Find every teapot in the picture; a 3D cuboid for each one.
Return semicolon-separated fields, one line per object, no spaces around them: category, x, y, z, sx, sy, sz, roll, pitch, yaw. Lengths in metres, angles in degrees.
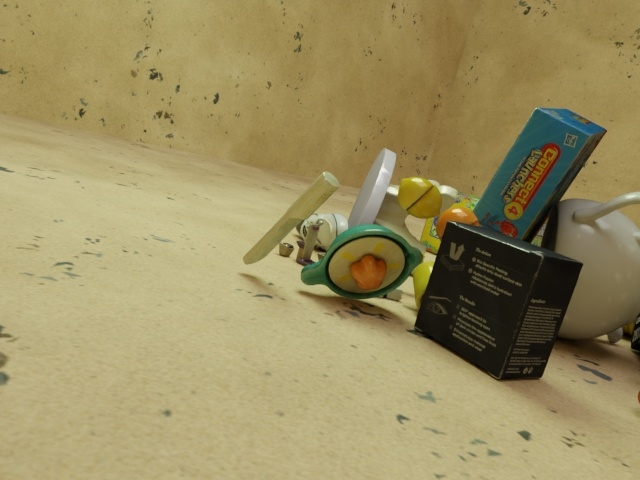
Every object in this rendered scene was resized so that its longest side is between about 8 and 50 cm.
teapot;0.465;0.051;0.974;0.187;0.252;0.256;10;3;15

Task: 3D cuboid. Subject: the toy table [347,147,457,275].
toy table;0.158;-0.055;1.254;0.161;0.274;0.252;25;-25;-6

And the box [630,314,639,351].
box;0.687;0.165;0.910;0.322;0.079;0.257;18;-19;18

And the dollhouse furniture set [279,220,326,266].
dollhouse furniture set;0.000;0.000;1.064;0.091;0.081;0.114;23;12;38

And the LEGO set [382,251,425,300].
LEGO set;0.124;0.037;1.039;0.093;0.086;0.227;14;11;-7

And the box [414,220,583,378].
box;0.223;0.073;0.762;0.093;0.158;0.156;8;12;-35

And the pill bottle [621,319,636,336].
pill bottle;0.633;0.097;1.187;0.334;0.187;0.188;23;12;38

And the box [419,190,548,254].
box;0.479;-0.009;1.594;0.290;0.176;0.279;8;11;-39

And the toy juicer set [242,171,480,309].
toy juicer set;0.077;0.004;0.825;0.329;0.209;0.089;11;39;-17

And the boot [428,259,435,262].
boot;0.257;0.080;1.043;0.190;0.069;0.086;8;7;-43

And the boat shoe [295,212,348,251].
boat shoe;-0.003;-0.014;1.206;0.076;0.083;0.226;1;1;-13

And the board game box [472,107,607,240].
board game box;0.349;-0.071;1.009;0.086;0.301;0.308;35;26;19

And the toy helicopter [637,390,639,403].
toy helicopter;0.525;0.218;0.589;0.235;0.140;0.355;16;21;-16
